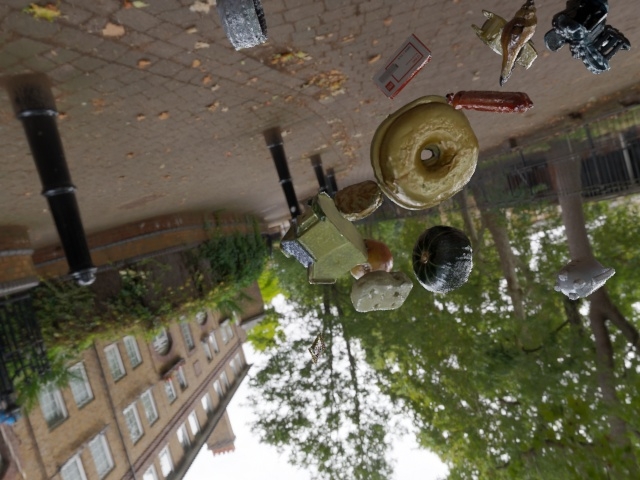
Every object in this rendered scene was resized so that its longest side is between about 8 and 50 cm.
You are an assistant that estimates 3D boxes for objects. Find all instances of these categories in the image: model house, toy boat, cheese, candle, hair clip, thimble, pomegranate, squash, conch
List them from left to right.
[{"bbox_3d":[-0.322,-0.925,1.744,0.157,0.245,0.217,-14,180,11],"label":"thimble"},{"bbox_3d":[0.000,0.000,1.706,0.266,0.321,0.261,-39,-159,16],"label":"model house"},{"bbox_3d":[0.276,0.113,2.369,0.265,0.264,0.264,-16,-177,1],"label":"pomegranate"},{"bbox_3d":[0.228,0.193,1.592,0.263,0.159,0.093,5,-148,-38],"label":"cheese"},{"bbox_3d":[0.446,0.066,1.556,0.165,0.251,0.252,7,175,-20],"label":"squash"},{"bbox_3d":[0.370,-0.313,0.949,0.051,0.048,0.329,-31,-159,5],"label":"candle"},{"bbox_3d":[0.619,-0.673,1.418,0.311,0.115,0.089,6,131,-37],"label":"toy boat"},{"bbox_3d":[0.542,-0.559,1.191,0.086,0.080,0.232,-48,164,-22],"label":"conch"},{"bbox_3d":[0.942,-0.742,1.508,0.310,0.206,0.194,27,117,-35],"label":"hair clip"}]

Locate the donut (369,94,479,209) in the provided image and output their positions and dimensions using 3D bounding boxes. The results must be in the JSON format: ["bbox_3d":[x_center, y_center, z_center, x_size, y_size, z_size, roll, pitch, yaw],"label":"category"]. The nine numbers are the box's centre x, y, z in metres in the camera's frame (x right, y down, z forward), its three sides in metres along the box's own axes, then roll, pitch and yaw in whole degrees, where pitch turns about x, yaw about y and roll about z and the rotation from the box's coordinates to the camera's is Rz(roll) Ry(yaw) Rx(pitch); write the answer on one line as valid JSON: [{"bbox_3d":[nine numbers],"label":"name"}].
[{"bbox_3d":[0.406,-0.339,1.656,0.450,0.448,0.198,-16,-165,-9],"label":"donut"}]

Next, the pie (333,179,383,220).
[{"bbox_3d":[0.145,-0.152,1.595,0.179,0.084,0.205,-27,-150,4],"label":"pie"}]

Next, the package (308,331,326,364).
[{"bbox_3d":[-0.014,0.508,1.984,0.031,0.107,0.120,1,-152,29],"label":"package"}]

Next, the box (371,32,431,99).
[{"bbox_3d":[0.324,-0.691,1.694,0.229,0.123,0.050,-43,168,23],"label":"box"}]

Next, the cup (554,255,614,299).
[{"bbox_3d":[0.963,0.149,1.554,0.142,0.134,0.174,-23,-154,-27],"label":"cup"}]
